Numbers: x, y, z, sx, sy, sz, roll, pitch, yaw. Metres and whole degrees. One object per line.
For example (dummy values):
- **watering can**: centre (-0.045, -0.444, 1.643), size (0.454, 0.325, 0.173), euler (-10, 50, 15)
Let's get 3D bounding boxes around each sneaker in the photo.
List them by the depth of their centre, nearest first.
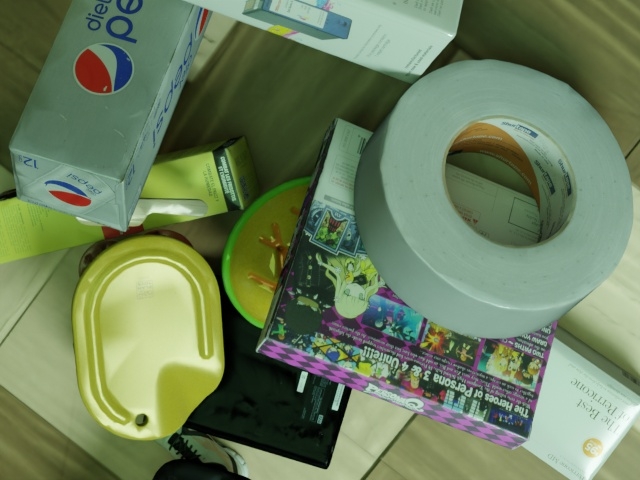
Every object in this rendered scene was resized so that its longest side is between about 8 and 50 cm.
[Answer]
- **sneaker**: centre (-0.113, 0.186, 1.741), size (0.109, 0.044, 0.040), euler (34, 106, 3)

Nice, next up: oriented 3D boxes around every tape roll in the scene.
- **tape roll**: centre (0.140, -0.035, 1.578), size (0.219, 0.072, 0.219), euler (7, 67, -16)

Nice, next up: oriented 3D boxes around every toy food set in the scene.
- **toy food set**: centre (-0.153, 0.055, 1.644), size (0.128, 0.071, 0.218), euler (-7, 107, -18)

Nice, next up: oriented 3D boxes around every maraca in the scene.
- **maraca**: centre (0.000, 0.000, 1.660), size (0.185, 0.099, 0.127), euler (-36, 116, -10)

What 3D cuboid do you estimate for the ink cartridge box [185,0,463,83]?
- **ink cartridge box**: centre (0.008, -0.239, 1.553), size (0.212, 0.093, 0.154), euler (19, 64, -13)

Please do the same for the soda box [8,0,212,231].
- **soda box**: centre (-0.155, -0.157, 1.577), size (0.098, 0.091, 0.286), euler (16, 64, 4)

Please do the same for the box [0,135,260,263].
- **box**: centre (-0.175, -0.035, 1.686), size (0.232, 0.087, 0.058), euler (-12, 99, 10)

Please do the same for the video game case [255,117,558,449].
- **video game case**: centre (0.085, 0.034, 1.598), size (0.232, 0.042, 0.210), euler (21, 65, -9)

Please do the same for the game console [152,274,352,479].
- **game console**: centre (-0.109, 0.213, 1.699), size (0.213, 0.044, 0.361), euler (17, 86, 6)

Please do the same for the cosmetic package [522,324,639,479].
- **cosmetic package**: centre (0.157, 0.103, 1.673), size (0.239, 0.060, 0.099), euler (34, 105, 1)
